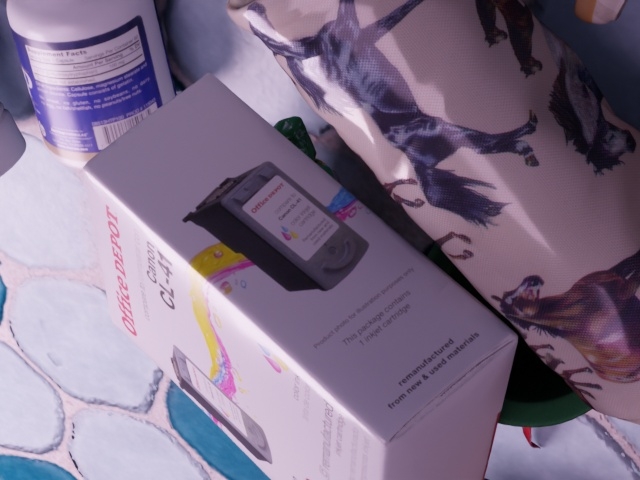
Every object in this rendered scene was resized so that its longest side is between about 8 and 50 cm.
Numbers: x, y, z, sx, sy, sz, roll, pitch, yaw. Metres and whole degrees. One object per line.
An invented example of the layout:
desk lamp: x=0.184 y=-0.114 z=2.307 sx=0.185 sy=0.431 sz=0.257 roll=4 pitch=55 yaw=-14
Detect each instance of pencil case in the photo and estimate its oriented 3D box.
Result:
pencil case: x=0.122 y=-0.075 z=1.145 sx=0.410 sy=0.183 sz=0.160 roll=47 pitch=133 yaw=-11

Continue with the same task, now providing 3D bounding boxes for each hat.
hat: x=0.154 y=0.052 z=1.358 sx=0.173 sy=0.183 sz=0.208 roll=29 pitch=96 yaw=0

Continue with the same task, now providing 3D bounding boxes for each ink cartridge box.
ink cartridge box: x=-0.019 y=0.063 z=1.252 sx=0.306 sy=0.131 sz=0.226 roll=40 pitch=154 yaw=24

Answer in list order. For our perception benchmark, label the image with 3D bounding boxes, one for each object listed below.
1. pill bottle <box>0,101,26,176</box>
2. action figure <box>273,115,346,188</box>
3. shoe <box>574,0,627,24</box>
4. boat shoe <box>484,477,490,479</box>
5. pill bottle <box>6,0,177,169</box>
pill bottle: x=-0.343 y=-0.148 z=1.433 sx=0.131 sy=0.131 sz=0.229 roll=-7 pitch=122 yaw=38
action figure: x=0.000 y=0.000 z=1.385 sx=0.137 sy=0.063 sz=0.232 roll=9 pitch=134 yaw=30
shoe: x=0.222 y=-0.203 z=1.052 sx=0.058 sy=0.076 sz=0.219 roll=38 pitch=136 yaw=7
boat shoe: x=0.180 y=0.333 z=1.517 sx=0.113 sy=0.127 sz=0.340 roll=-25 pitch=109 yaw=20
pill bottle: x=-0.177 y=-0.158 z=1.330 sx=0.112 sy=0.112 sz=0.186 roll=11 pitch=131 yaw=26
